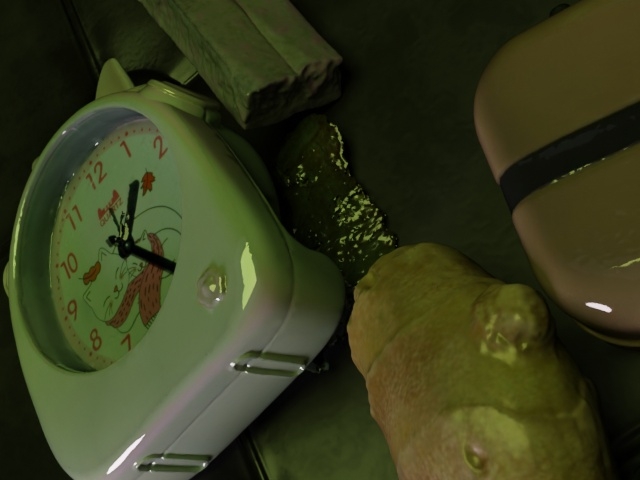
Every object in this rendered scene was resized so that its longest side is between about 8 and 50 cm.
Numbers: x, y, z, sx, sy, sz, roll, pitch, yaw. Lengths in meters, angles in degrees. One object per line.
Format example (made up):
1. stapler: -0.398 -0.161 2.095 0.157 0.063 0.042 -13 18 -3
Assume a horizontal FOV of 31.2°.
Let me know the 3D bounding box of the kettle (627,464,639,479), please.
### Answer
1. kettle: 0.238 0.257 0.473 0.268 0.207 0.290 -123 29 -74

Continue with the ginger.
1. ginger: 0.116 0.145 0.684 0.190 0.126 0.354 -57 48 48

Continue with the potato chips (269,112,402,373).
1. potato chips: 0.000 0.000 0.892 0.142 0.026 0.209 2 74 33

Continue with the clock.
1. clock: -0.138 0.009 0.910 0.265 0.108 0.324 -46 53 27

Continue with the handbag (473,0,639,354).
1. handbag: 0.256 -0.039 0.645 0.301 0.149 0.283 -24 64 27

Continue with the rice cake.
1. rice cake: -0.090 -0.202 0.986 0.298 0.106 0.050 50 147 36
